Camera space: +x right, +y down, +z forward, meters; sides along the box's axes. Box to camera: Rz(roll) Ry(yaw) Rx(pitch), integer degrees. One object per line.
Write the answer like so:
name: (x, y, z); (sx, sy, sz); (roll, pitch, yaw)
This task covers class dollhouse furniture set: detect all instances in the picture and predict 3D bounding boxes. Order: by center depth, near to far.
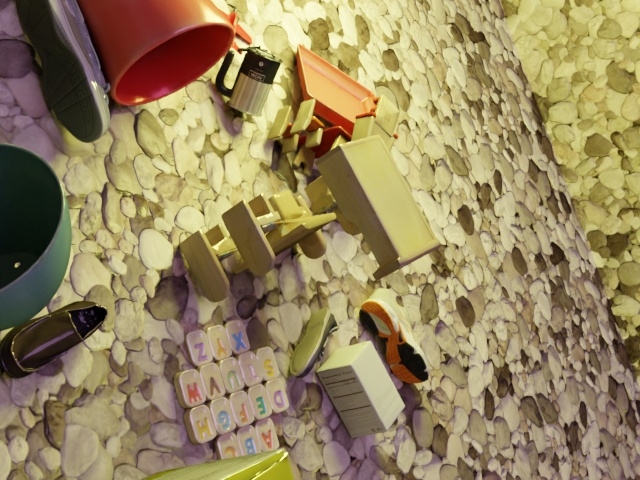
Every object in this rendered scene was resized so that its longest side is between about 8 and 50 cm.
dollhouse furniture set: (0.000, 0.000, 1.941); (0.362, 0.394, 0.257); (-22, 82, -54)
dollhouse furniture set: (0.053, -0.238, 2.243); (0.262, 0.259, 0.135); (39, 56, -37)

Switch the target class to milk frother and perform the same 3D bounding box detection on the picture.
milk frother: (-0.156, -0.368, 2.161); (0.129, 0.135, 0.143); (27, 17, 10)

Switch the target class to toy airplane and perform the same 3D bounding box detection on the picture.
toy airplane: (-0.205, -0.487, 2.219); (0.151, 0.028, 0.151); (27, 54, -44)

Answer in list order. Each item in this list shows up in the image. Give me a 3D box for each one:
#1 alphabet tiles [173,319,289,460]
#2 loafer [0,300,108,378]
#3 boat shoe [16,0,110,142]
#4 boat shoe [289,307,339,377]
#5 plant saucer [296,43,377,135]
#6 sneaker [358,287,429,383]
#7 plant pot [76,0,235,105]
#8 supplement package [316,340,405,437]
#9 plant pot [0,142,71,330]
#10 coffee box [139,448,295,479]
alphabet tiles: (-0.171, 0.302, 1.908); (0.284, 0.021, 0.278); (-10, 82, -53)
loafer: (-0.438, 0.151, 1.589); (0.220, 0.078, 0.080); (-41, 106, -52)
boat shoe: (-0.454, -0.333, 1.766); (0.103, 0.118, 0.321); (-16, 78, -54)
boat shoe: (-0.005, 0.234, 2.105); (0.065, 0.075, 0.206); (50, 36, -20)
plant saucer: (0.044, -0.347, 2.367); (0.258, 0.048, 0.259); (29, 30, -28)
sneaker: (0.200, 0.227, 2.355); (0.263, 0.099, 0.121); (59, 34, -16)
plant pot: (-0.339, -0.433, 1.844); (0.275, 0.275, 0.243); (-22, 79, -53)
supplement package: (0.091, 0.334, 2.154); (0.105, 0.105, 0.179); (-41, 107, -51)
plant pot: (-0.499, 0.025, 1.446); (0.195, 0.290, 0.290); (80, 16, -55)
coffee box: (-0.223, 0.546, 1.466); (0.338, 0.334, 0.338); (-11, 83, -53)
